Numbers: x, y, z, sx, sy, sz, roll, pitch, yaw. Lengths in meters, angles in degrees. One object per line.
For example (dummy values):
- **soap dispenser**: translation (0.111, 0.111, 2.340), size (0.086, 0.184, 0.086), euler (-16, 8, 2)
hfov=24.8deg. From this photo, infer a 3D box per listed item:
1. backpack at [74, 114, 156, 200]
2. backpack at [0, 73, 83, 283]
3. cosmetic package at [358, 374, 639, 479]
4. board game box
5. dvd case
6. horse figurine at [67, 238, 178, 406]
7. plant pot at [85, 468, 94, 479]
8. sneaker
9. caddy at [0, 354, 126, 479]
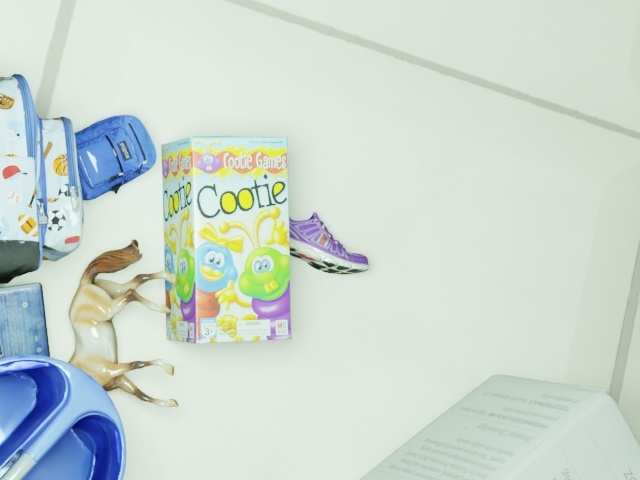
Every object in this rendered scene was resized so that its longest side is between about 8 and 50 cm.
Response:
- **backpack**: translation (-0.282, -0.113, 1.963), size (0.120, 0.101, 0.098), euler (-27, 106, -25)
- **backpack**: translation (-0.411, -0.080, 1.829), size (0.213, 0.276, 0.263), euler (-9, 86, -28)
- **cosmetic package**: translation (0.259, 0.440, 2.060), size (0.393, 0.327, 0.329), euler (-36, 103, -19)
- **board game box**: translation (-0.131, -0.001, 2.000), size (0.142, 0.144, 0.275), euler (-1, 89, -23)
- **dvd case**: translation (-0.477, 0.159, 1.881), size (0.253, 0.022, 0.180), euler (-8, 100, -19)
- **horse figurine**: translation (-0.280, 0.127, 1.957), size (0.174, 0.066, 0.263), euler (1, 95, 9)
- **plant pot**: translation (-0.327, 0.340, 1.946), size (0.081, 0.081, 0.083), euler (-35, 93, -20)
- **sneaker**: translation (0.000, 0.000, 2.100), size (0.170, 0.068, 0.071), euler (25, 74, -20)
- **caddy**: translation (-0.400, 0.298, 1.789), size (0.241, 0.179, 0.341), euler (46, 71, -10)
